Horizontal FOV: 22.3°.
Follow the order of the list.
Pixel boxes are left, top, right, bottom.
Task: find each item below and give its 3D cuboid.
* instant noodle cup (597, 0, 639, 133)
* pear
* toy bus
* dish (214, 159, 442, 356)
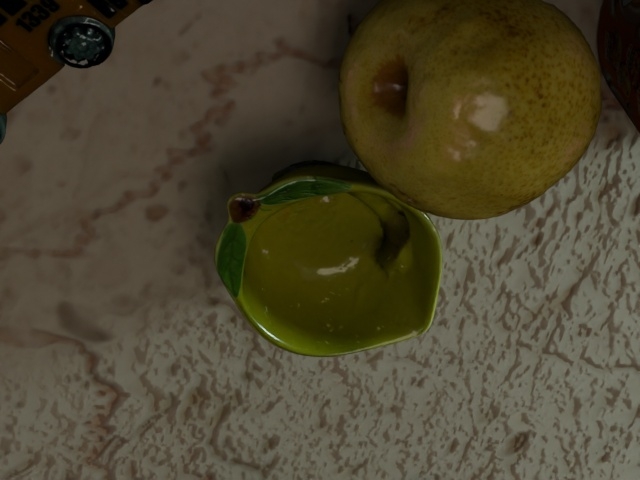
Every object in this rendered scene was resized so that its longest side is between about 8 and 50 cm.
[{"bbox_3d":[0.324,-0.120,1.133,0.250,0.192,0.250,-10,125,-14],"label":"instant noodle cup"},{"bbox_3d":[0.104,-0.097,1.085,0.178,0.178,0.178,-10,125,-14],"label":"pear"},{"bbox_3d":[-0.190,-0.145,0.956,0.201,0.098,0.114,-33,127,25],"label":"toy bus"},{"bbox_3d":[0.000,0.000,1.163,0.149,0.080,0.207,-41,128,14],"label":"dish"}]
